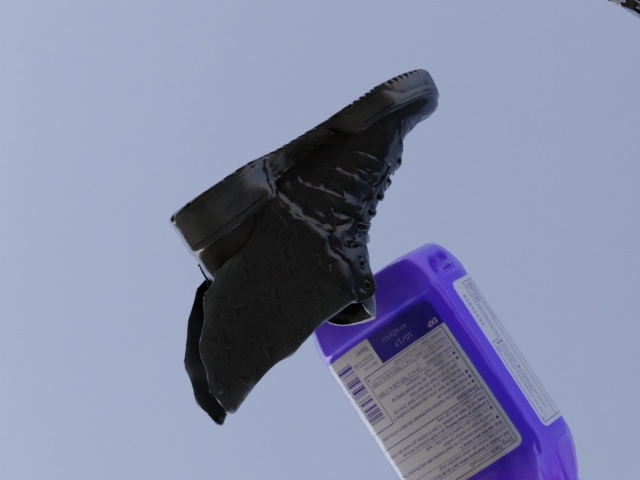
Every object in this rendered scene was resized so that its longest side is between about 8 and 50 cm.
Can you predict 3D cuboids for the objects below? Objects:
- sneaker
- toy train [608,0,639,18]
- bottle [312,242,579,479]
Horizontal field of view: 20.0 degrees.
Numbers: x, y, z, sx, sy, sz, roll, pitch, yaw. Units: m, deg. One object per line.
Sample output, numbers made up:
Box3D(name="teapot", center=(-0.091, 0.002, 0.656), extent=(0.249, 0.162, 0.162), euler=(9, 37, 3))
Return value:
Box3D(name="sneaker", center=(0.001, -0.001, 0.791), extent=(0.089, 0.170, 0.051), euler=(58, -25, 1))
Box3D(name="toy train", center=(0.154, -0.155, 1.017), extent=(0.027, 0.158, 0.036), euler=(-60, -149, 4))
Box3D(name="bottle", center=(0.111, 0.143, 1.233), extent=(0.118, 0.092, 0.283), euler=(-38, -97, 32))
